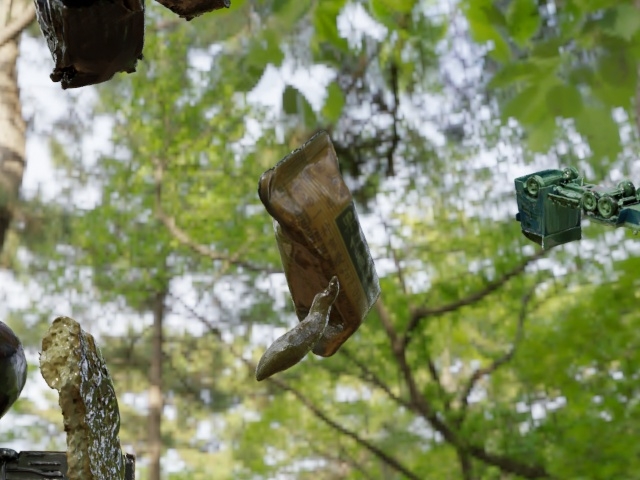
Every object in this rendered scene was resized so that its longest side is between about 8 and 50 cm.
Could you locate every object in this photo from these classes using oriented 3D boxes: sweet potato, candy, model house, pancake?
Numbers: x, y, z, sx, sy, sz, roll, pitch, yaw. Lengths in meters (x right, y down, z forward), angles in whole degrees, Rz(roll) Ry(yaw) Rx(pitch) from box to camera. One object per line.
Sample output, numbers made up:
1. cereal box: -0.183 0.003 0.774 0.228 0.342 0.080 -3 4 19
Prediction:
1. sweet potato: -0.021 0.107 1.429 0.038 0.153 0.041 28 -27 26
2. candy: 0.000 0.000 1.540 0.101 0.143 0.271 7 -48 34
3. model house: -0.161 -0.232 1.078 0.203 0.164 0.141 -27 13 -25
4. pancake: -0.217 0.219 1.126 0.057 0.244 0.266 -1 -30 4

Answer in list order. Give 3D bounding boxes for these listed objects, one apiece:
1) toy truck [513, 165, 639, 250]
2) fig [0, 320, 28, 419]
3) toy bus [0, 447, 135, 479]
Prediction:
1. toy truck: 0.282 -0.026 1.326 0.067 0.081 0.175 -16 20 -31
2. fig: -0.479 0.181 1.502 0.204 0.186 0.249 34 -86 -13
3. toy bus: -0.328 0.308 1.566 0.194 0.083 0.088 3 -26 -9
